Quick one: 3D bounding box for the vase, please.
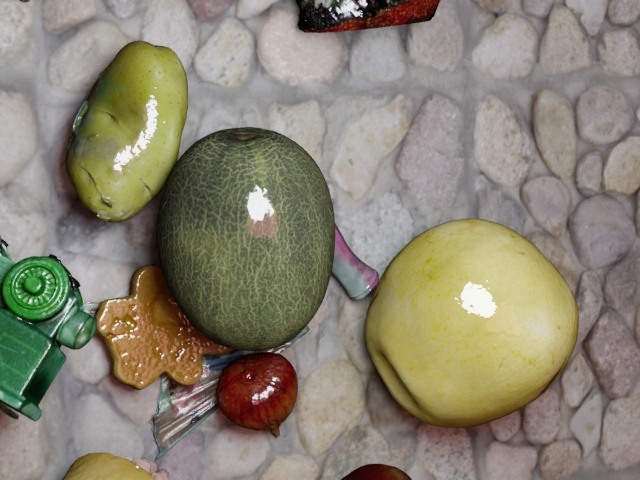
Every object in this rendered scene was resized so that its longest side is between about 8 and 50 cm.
[{"bbox_3d":[0.000,0.000,1.804,0.214,0.086,0.086,46,75,-22],"label":"vase"}]

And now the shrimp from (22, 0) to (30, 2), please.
[{"bbox_3d":[-0.490,-0.385,1.585,0.267,0.061,0.145,31,111,-35],"label":"shrimp"}]

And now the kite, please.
[{"bbox_3d":[-0.182,0.119,1.765,0.368,0.014,0.406,6,90,-23],"label":"kite"}]

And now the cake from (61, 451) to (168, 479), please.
[{"bbox_3d":[-0.273,0.361,1.658,0.207,0.185,0.178,44,40,-16],"label":"cake"}]

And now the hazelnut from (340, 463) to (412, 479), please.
[{"bbox_3d":[0.076,0.444,1.822,0.170,0.160,0.202,24,120,-10],"label":"hazelnut"}]

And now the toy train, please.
[{"bbox_3d":[-0.425,0.091,1.564,0.266,0.145,0.202,28,75,5],"label":"toy train"}]

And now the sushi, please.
[{"bbox_3d":[0.071,-0.375,1.788,0.225,0.136,0.126,-13,105,-26],"label":"sushi"}]

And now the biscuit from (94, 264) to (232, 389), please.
[{"bbox_3d":[-0.195,0.110,1.732,0.249,0.035,0.184,-26,99,-21],"label":"biscuit"}]

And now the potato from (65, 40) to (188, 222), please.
[{"bbox_3d":[-0.260,-0.148,1.641,0.143,0.169,0.248,19,91,-44],"label":"potato"}]

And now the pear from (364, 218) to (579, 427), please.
[{"bbox_3d":[0.214,0.122,1.784,0.309,0.309,0.309,-1,92,-23],"label":"pear"}]

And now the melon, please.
[{"bbox_3d":[-0.098,0.002,1.623,0.237,0.237,0.302,-11,116,-22],"label":"melon"}]

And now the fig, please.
[{"bbox_3d":[-0.087,0.238,1.750,0.119,0.119,0.153,-15,110,-21],"label":"fig"}]
